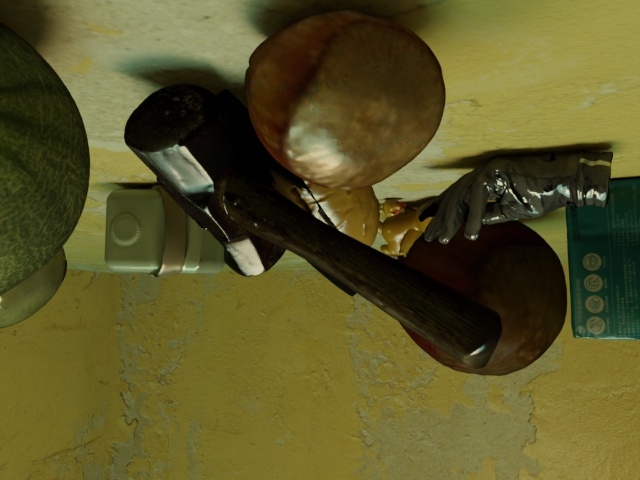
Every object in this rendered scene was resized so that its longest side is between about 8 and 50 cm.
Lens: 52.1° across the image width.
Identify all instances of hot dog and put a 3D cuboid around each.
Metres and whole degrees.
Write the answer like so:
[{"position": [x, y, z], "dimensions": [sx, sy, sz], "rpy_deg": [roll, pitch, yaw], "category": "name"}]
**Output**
[{"position": [0.004, -0.066, 0.790], "dimensions": [0.194, 0.107, 0.326], "rpy_deg": [39, 167, 22], "category": "hot dog"}]

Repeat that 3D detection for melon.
[{"position": [-0.304, -0.059, 0.508], "dimensions": [0.238, 0.237, 0.302], "rpy_deg": [5, 171, -31], "category": "melon"}, {"position": [-0.689, 0.052, 1.387], "dimensions": [0.269, 0.268, 0.330], "rpy_deg": [0, -171, 4], "category": "melon"}]

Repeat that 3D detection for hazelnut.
[{"position": [0.334, 0.103, 1.442], "dimensions": [0.421, 0.352, 0.420], "rpy_deg": [14, -150, -8], "category": "hazelnut"}, {"position": [0.016, -0.118, 0.517], "dimensions": [0.151, 0.150, 0.150], "rpy_deg": [1, 173, 0], "category": "hazelnut"}]

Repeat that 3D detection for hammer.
[{"position": [0.000, 0.000, 0.631], "dimensions": [0.409, 0.095, 0.242], "rpy_deg": [28, 160, 34], "category": "hammer"}]

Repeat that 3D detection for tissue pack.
[{"position": [0.521, 0.036, 1.107], "dimensions": [0.192, 0.270, 0.134], "rpy_deg": [-2, 177, 29], "category": "tissue pack"}]

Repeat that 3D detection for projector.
[{"position": [-0.285, -0.014, 1.226], "dimensions": [0.178, 0.163, 0.242], "rpy_deg": [0, 177, 3], "category": "projector"}]

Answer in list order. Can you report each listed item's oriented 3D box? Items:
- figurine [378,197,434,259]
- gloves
[{"position": [0.174, -0.043, 1.292], "dimensions": [0.176, 0.121, 0.122], "rpy_deg": [-23, 131, 41], "category": "figurine"}, {"position": [0.277, -0.064, 0.948], "dimensions": [0.286, 0.119, 0.142], "rpy_deg": [-17, 155, 22], "category": "gloves"}]
